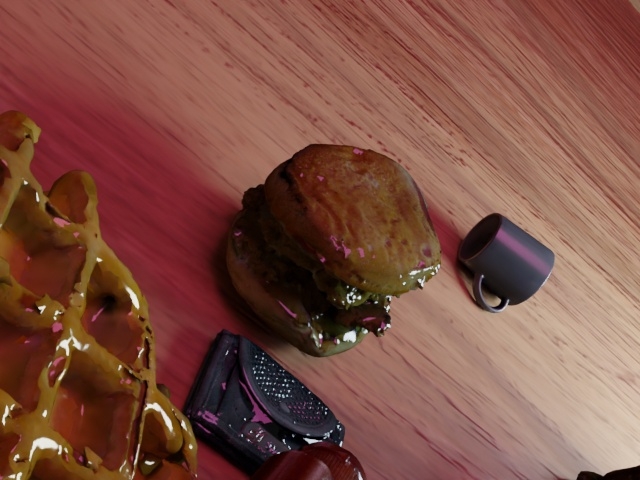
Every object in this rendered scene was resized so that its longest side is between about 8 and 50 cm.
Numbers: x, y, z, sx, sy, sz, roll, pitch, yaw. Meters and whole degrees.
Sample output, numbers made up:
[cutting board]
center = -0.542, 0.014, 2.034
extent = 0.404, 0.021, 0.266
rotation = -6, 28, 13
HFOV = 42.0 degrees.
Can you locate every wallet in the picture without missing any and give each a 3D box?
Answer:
[wallet]
center = -0.034, 0.129, 0.605
extent = 0.129, 0.026, 0.088
rotation = 41, 39, -18

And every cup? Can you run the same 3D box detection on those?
[cup]
center = 0.195, 0.028, 0.911
extent = 0.077, 0.078, 0.100
rotation = 37, 70, -14

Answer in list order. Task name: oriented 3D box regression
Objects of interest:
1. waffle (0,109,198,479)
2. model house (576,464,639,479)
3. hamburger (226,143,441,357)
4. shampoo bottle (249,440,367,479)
[waffle]
center = -0.187, 0.092, 0.370
extent = 0.380, 0.095, 0.382
rotation = -23, 90, -64
[model house]
center = 0.404, 0.305, 0.736
extent = 0.317, 0.282, 0.297
rotation = 30, 42, -28
[hamburger]
center = 0.000, 0.000, 0.670
extent = 0.159, 0.131, 0.185
rotation = 10, 47, -33
[shampoo bottle]
center = -0.032, 0.184, 0.446
extent = 0.260, 0.064, 0.102
rotation = -30, 121, -71
